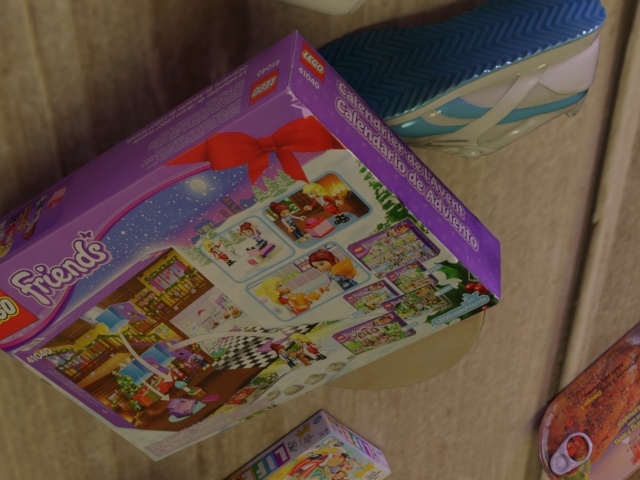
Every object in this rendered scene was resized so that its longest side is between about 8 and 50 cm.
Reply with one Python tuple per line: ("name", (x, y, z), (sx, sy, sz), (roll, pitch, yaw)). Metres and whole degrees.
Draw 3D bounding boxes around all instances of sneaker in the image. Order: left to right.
("sneaker", (0.077, -0.091, 0.872), (0.229, 0.087, 0.092), (-17, 139, -8))

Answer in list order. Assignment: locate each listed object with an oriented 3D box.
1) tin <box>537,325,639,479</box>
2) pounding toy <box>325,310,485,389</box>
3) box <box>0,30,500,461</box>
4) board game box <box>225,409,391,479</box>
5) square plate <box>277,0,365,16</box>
("tin", (0.278, 0.154, 1.200), (0.040, 0.106, 0.189), (26, 118, -42))
("pounding toy", (0.000, 0.000, 0.932), (0.237, 0.110, 0.183), (15, 136, -4))
("box", (-0.064, 0.019, 0.834), (0.293, 0.057, 0.201), (-28, 126, 29))
("board game box", (-0.028, 0.219, 1.171), (0.154, 0.026, 0.103), (-38, 137, 12))
("square plate", (-0.038, -0.246, 0.621), (0.347, 0.049, 0.344), (11, 140, -31))
